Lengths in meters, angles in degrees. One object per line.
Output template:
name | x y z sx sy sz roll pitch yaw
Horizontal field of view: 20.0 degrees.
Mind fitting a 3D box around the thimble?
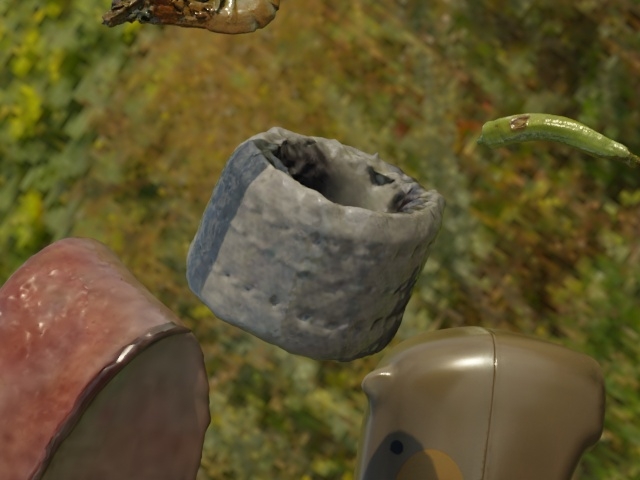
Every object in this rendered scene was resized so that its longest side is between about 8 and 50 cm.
thimble | 0.000 0.000 1.749 0.217 0.245 0.157 39 113 33

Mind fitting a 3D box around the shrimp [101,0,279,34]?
shrimp | -0.111 -0.214 1.585 0.091 0.184 0.043 62 144 20

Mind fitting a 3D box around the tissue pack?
tissue pack | 0.162 0.291 2.099 0.267 0.277 0.387 -132 51 -87

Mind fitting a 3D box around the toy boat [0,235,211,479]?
toy boat | -0.175 0.077 0.767 0.282 0.096 0.206 21 89 42

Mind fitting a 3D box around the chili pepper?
chili pepper | 0.278 -0.122 2.133 0.208 0.043 0.049 9 90 25
